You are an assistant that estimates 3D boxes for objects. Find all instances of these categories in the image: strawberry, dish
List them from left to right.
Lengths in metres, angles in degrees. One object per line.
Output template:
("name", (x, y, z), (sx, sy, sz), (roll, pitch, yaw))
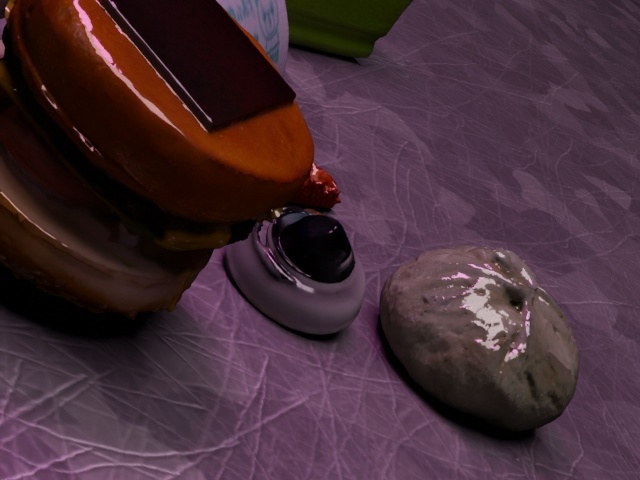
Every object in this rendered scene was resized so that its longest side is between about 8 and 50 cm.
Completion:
("strawberry", (-0.034, -0.071, 1.666), (0.152, 0.048, 0.104), (39, 9, -40))
("dish", (-0.007, 0.007, 1.460), (0.141, 0.078, 0.141), (20, 40, -18))

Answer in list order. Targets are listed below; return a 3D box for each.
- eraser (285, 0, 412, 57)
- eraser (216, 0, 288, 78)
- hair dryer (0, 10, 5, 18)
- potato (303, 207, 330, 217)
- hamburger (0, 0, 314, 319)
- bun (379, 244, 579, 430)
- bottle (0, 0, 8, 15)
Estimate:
("eraser", (0.018, -0.346, 2.070), (0.092, 0.210, 0.274), (48, 22, 27))
("eraser", (-0.114, -0.214, 1.668), (0.290, 0.104, 0.189), (-58, 136, -68))
("hair dryer", (-0.328, -0.240, 1.378), (0.296, 0.119, 0.298), (12, 8, -42))
("potato", (0.000, 0.000, 1.574), (0.046, 0.045, 0.092), (-10, 31, -2))
("hamburger", (-0.164, -0.082, 1.256), (0.291, 0.225, 0.291), (34, 27, -20))
("bun", (0.163, 0.082, 1.550), (0.212, 0.126, 0.204), (19, 30, -39))
("bottle", (-0.343, -0.210, 1.111), (0.236, 0.147, 0.147), (-9, 48, -38))
